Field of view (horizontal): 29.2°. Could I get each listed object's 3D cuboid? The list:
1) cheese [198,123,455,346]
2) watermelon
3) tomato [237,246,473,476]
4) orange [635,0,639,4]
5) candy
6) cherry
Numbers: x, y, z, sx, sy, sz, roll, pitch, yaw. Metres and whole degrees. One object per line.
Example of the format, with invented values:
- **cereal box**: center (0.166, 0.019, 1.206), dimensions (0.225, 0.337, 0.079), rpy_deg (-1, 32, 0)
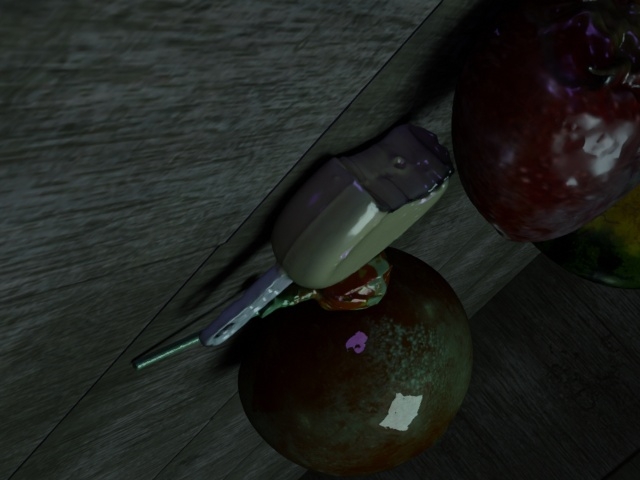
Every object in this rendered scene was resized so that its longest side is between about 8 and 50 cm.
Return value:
- **cheese**: center (0.004, 0.003, 1.074), dimensions (0.249, 0.071, 0.163), rpy_deg (-47, 166, 25)
- **watermelon**: center (0.319, -0.080, 1.301), dimensions (0.269, 0.269, 0.269), rpy_deg (-39, 168, -10)
- **tomato**: center (0.050, 0.145, 1.371), dimensions (0.270, 0.222, 0.270), rpy_deg (-42, 170, -9)
- **orange**: center (0.306, -0.225, 1.083), dimensions (0.156, 0.134, 0.157), rpy_deg (-48, 153, -35)
- **candy**: center (-0.054, 0.063, 1.167), dimensions (0.287, 0.078, 0.084), rpy_deg (-22, -163, -30)
- **cherry**: center (0.194, -0.094, 1.019), dimensions (0.192, 0.175, 0.250), rpy_deg (-38, 152, -43)
